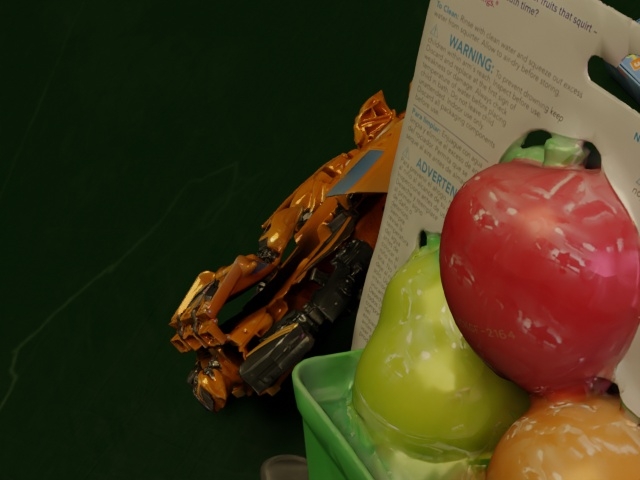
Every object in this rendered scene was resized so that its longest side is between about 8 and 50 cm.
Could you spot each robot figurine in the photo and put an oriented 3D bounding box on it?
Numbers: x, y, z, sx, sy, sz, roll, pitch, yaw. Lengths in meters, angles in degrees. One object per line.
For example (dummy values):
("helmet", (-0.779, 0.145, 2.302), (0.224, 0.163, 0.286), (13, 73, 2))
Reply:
("robot figurine", (0.000, 0.000, 0.822), (0.291, 0.085, 0.211), (-48, 9, -21))

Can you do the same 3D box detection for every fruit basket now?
("fruit basket", (0.121, 0.064, 0.570), (0.327, 0.165, 0.353), (47, 128, 48))

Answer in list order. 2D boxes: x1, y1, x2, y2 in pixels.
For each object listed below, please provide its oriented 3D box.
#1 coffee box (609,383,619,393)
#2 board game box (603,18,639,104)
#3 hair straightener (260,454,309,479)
("coffee box", (0.237, 0.060, 0.652), (0.141, 0.098, 0.246), (-39, 43, -3))
("board game box", (0.332, -0.149, 0.819), (0.211, 0.039, 0.160), (-31, 43, 4))
("hair straightener", (-0.015, 0.227, 0.675), (0.047, 0.089, 0.230), (8, 47, -10))
